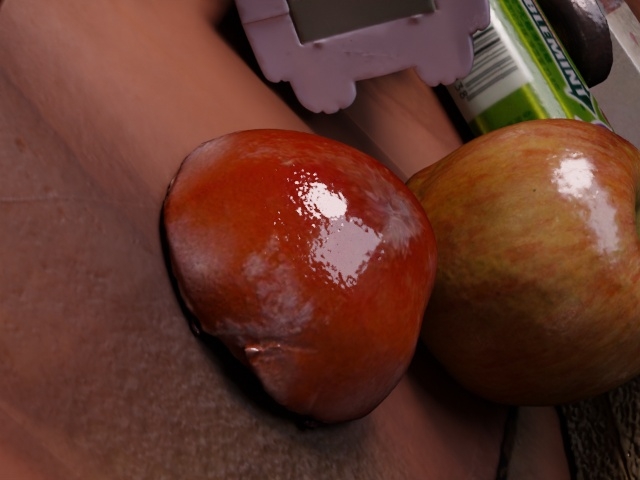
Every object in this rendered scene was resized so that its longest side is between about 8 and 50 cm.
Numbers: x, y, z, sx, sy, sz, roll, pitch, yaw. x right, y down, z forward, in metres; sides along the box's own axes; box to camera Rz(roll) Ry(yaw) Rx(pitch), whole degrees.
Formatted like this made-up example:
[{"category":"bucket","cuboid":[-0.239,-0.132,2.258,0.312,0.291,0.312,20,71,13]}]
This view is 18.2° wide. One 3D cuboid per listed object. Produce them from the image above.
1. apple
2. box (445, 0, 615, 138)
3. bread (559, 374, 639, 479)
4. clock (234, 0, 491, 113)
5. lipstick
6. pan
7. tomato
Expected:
[{"category":"apple","cuboid":[0.162,0.016,1.451,0.211,0.188,0.211,35,43,-42]},{"category":"box","cuboid":[0.174,-0.126,1.690,0.346,0.097,0.134,61,27,9]},{"category":"bread","cuboid":[0.276,0.186,1.545,0.183,0.102,0.337,33,35,-40]},{"category":"clock","cuboid":[0.038,-0.224,1.548,0.189,0.189,0.254,47,19,-15]},{"category":"lipstick","cuboid":[0.314,-0.101,1.879,0.371,0.079,0.076,55,30,0]},{"category":"pan","cuboid":[0.225,-0.146,1.789,0.115,0.040,0.212,38,-24,48]},{"category":"tomato","cuboid":[0.000,0.000,1.326,0.199,0.112,0.228,29,38,-35]}]
